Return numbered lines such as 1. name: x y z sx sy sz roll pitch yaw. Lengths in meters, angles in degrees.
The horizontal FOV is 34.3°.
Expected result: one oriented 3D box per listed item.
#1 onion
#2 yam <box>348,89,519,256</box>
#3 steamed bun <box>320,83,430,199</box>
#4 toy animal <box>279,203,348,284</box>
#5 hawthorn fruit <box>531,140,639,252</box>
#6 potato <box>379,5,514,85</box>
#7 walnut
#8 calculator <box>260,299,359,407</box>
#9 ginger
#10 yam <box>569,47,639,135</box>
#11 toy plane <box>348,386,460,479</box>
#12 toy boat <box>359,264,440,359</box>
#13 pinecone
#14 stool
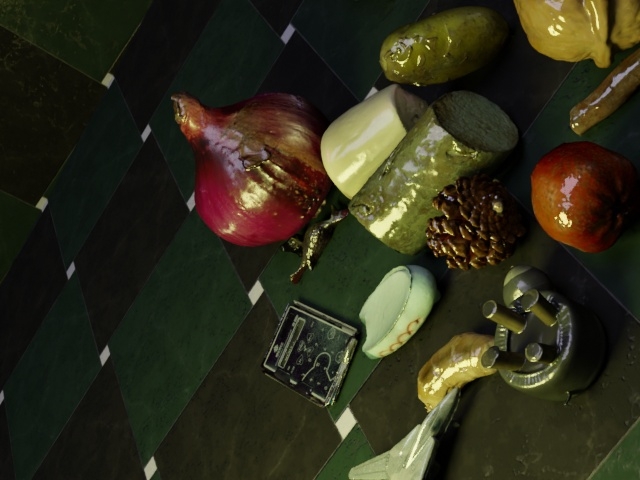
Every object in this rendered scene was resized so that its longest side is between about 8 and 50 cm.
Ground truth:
1. onion: -0.160 -0.182 2.166 0.348 0.385 0.348 -47 19 22
2. yam: 0.194 -0.116 1.816 0.304 0.168 0.168 -50 36 25
3. steamed bun: 0.116 -0.192 1.964 0.225 0.200 0.170 -36 66 22
4. toy animal: -0.007 -0.004 2.150 0.202 0.070 0.105 -43 53 29
5. hawthorn fruit: 0.380 -0.073 1.541 0.157 0.157 0.194 -61 30 9
6. potato: 0.230 -0.354 1.894 0.251 0.149 0.113 -10 59 1
7. walnut: 0.417 -0.385 1.618 0.224 0.257 0.257 -11 55 12
8. calculator: -0.023 0.221 2.050 0.274 0.028 0.166 18 86 57
9. ginger: 0.223 0.205 1.673 0.190 0.069 0.095 -47 60 27
10. yam: 0.476 -0.254 1.604 0.241 0.057 0.057 -46 38 31
11. toy plane: 0.160 0.352 1.668 0.267 0.088 0.212 -54 35 5
12. toy boat: 0.143 0.126 1.848 0.208 0.079 0.134 -53 26 39
13. pinecone: 0.248 -0.022 1.699 0.173 0.173 0.173 -32 46 41
14. stool: 0.309 0.136 1.529 0.153 0.139 0.228 -56 37 14
